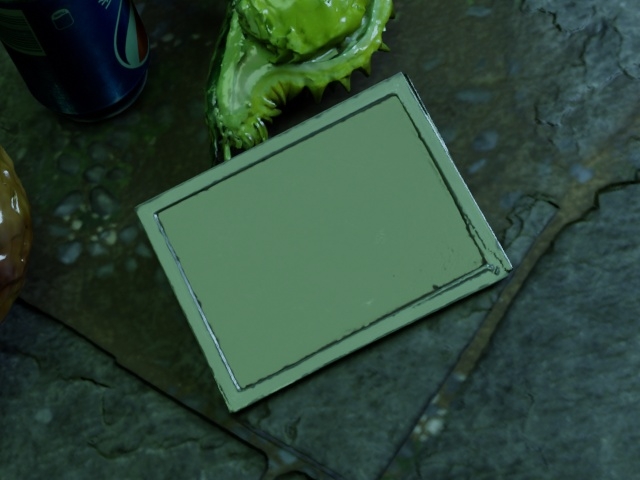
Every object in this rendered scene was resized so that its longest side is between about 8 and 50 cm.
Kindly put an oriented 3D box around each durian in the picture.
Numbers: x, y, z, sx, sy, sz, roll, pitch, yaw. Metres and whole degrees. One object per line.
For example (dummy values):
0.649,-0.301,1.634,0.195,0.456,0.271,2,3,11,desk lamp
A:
-0.011,-0.196,1.531,0.106,0.132,0.375,3,64,46,durian

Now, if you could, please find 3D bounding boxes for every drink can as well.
-0.216,-0.192,1.516,0.118,0.205,0.118,-5,61,8,drink can

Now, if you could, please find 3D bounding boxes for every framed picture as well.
0.000,0.000,1.461,0.252,0.014,0.197,-27,71,-2,framed picture

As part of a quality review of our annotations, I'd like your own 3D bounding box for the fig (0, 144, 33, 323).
-0.403,-0.026,1.494,0.286,0.286,0.368,-39,31,-9,fig
